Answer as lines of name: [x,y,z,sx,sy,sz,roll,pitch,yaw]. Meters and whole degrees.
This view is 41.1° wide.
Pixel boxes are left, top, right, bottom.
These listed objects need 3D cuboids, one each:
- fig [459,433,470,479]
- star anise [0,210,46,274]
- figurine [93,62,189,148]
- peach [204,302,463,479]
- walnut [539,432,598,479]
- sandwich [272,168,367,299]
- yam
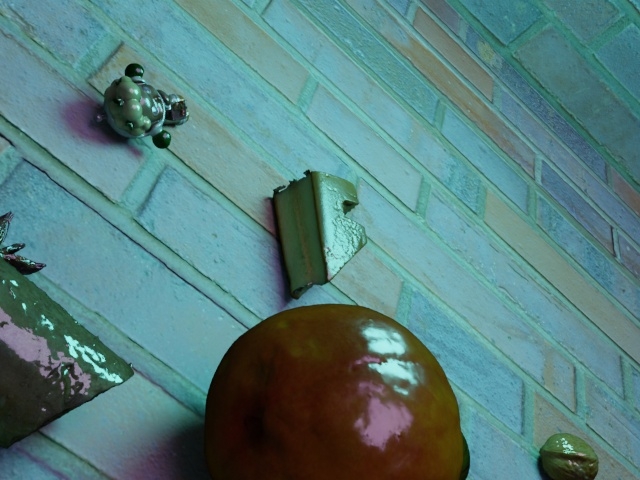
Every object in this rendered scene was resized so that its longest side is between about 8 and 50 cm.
fig: [0.145,0.317,1.395,0.151,0.151,0.259,34,11,-24]
star anise: [-0.414,0.022,1.057,0.141,0.042,0.141,32,40,-31]
figurine: [-0.276,-0.217,1.384,0.197,0.093,0.147,-21,87,-55]
peach: [0.009,0.251,1.094,0.301,0.343,0.343,36,34,-51]
walnut: [0.484,0.428,1.667,0.124,0.105,0.105,21,44,-24]
sandwich: [0.000,0.000,1.485,0.128,0.122,0.236,18,49,-34]
yam: [-0.365,0.104,0.933,0.304,0.168,0.168,44,35,-12]
